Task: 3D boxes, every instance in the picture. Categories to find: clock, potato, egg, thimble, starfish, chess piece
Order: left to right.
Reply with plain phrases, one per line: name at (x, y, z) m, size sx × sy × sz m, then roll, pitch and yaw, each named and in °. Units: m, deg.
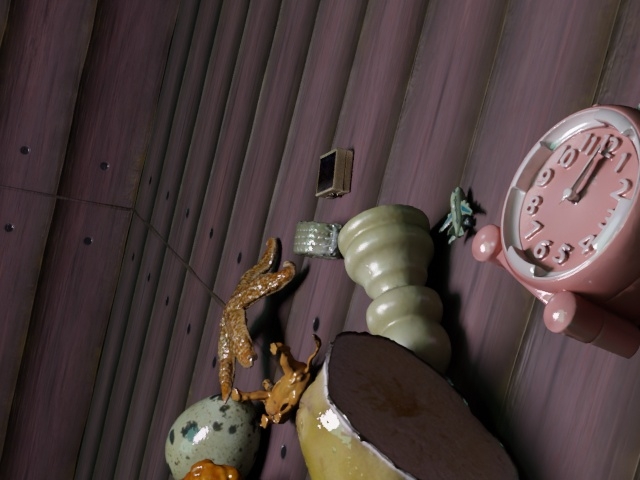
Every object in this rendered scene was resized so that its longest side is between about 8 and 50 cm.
egg at (-0.203, 0.391, 2.019) m, size 0.228 × 0.177 × 0.177 m, roll -55°, pitch 32°, yaw 25°
starfish at (-0.147, 0.153, 2.048) m, size 0.327 × 0.094 × 0.375 m, roll 131°, pitch 159°, yaw -66°
thimble at (0.000, 0.000, 1.832) m, size 0.110 × 0.084 × 0.062 m, roll 2°, pitch 83°, yaw 54°
potato at (0.075, 0.276, 1.285) m, size 0.299 × 0.246 × 0.196 m, roll 50°, pitch 121°, yaw 34°
chess piece at (0.117, 0.091, 1.479) m, size 0.144 × 0.144 × 0.251 m, roll -53°, pitch 41°, yaw 46°
clock at (0.305, -0.029, 1.094) m, size 0.241 × 0.142 × 0.227 m, roll -63°, pitch 27°, yaw 13°

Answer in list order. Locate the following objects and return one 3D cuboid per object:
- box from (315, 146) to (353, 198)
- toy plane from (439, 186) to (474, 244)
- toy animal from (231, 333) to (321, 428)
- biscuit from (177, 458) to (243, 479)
box at (0.025, -0.119, 1.885) m, size 0.079 × 0.035 × 0.083 m, roll 160°, pitch 118°, yaw -64°
toy plane at (0.196, -0.036, 1.460) m, size 0.080 × 0.033 × 0.083 m, roll 144°, pitch 139°, yaw -59°
toy animal at (-0.051, 0.252, 1.852) m, size 0.114 × 0.116 × 0.255 m, roll 58°, pitch 134°, yaw 20°
biscuit at (-0.203, 0.572, 1.842) m, size 0.318 × 0.111 × 0.312 m, roll -56°, pitch 37°, yaw 41°
